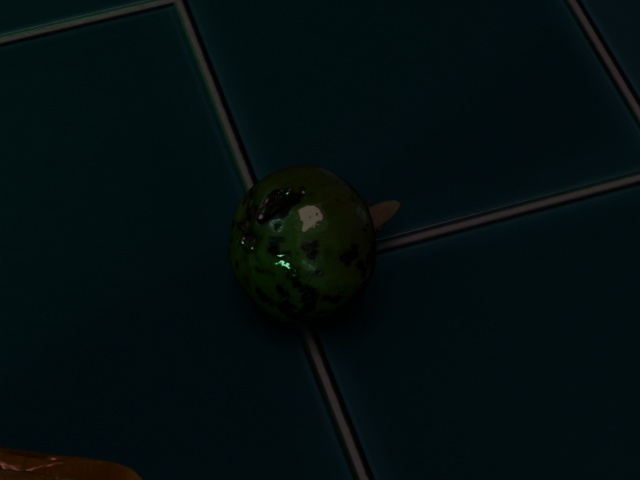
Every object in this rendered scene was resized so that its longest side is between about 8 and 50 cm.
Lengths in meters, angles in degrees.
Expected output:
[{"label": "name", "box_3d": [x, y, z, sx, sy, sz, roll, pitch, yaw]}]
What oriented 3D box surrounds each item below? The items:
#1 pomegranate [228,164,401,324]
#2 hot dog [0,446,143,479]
[{"label": "pomegranate", "box_3d": [0.000, 0.000, 1.360, 0.161, 0.122, 0.122, -15, 46, -45]}, {"label": "hot dog", "box_3d": [-0.244, 0.185, 1.237, 0.249, 0.076, 0.102, 5, 14, 4]}]
